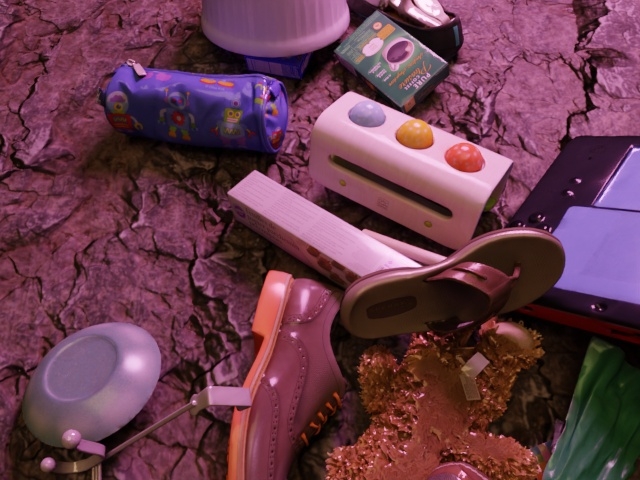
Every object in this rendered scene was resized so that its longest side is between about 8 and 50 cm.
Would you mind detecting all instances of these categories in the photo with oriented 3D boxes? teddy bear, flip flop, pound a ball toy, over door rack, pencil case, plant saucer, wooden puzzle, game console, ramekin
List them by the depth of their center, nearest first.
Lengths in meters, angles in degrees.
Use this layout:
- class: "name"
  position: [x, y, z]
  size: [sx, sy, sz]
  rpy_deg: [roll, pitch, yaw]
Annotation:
- class: "over door rack"
  position: [-0.206, 0.314, 0.640]
  size: [0.324, 0.108, 0.239]
  rpy_deg: [-28, 58, 27]
- class: "flip flop"
  position: [0.160, 0.064, 0.703]
  size: [0.277, 0.112, 0.080]
  rpy_deg: [-13, 23, -3]
- class: "wooden puzzle"
  position: [0.286, 0.278, 0.740]
  size: [0.083, 0.006, 0.049]
  rpy_deg: [-19, 62, -5]
- class: "teddy bear"
  position: [0.150, 0.211, 0.747]
  size: [0.245, 0.113, 0.338]
  rpy_deg: [14, 56, 6]
- class: "game console"
  position: [0.427, -0.019, 0.751]
  size: [0.386, 0.060, 0.342]
  rpy_deg: [13, 59, 50]
- class: "plant saucer"
  position: [-0.316, 0.180, 0.805]
  size: [0.195, 0.037, 0.195]
  rpy_deg: [-7, 46, 7]
- class: "pound a ball toy"
  position: [0.129, -0.085, 0.847]
  size: [0.319, 0.136, 0.208]
  rpy_deg: [28, 49, 20]
- class: "pencil case"
  position: [-0.207, -0.226, 0.991]
  size: [0.306, 0.133, 0.119]
  rpy_deg: [9, 40, 9]
- class: "ramekin"
  position: [-0.085, -0.457, 1.063]
  size: [0.277, 0.135, 0.277]
  rpy_deg: [-1, 47, 1]

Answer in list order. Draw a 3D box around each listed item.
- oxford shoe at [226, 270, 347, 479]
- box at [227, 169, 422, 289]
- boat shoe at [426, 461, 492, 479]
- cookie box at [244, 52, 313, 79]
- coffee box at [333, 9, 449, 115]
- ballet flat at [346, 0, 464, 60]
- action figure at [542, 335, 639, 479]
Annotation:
- class: "oxford shoe"
  position: [-0.035, 0.209, 0.744]
  size: [0.132, 0.130, 0.364]
  rpy_deg: [8, 64, 1]
- class: "box"
  position: [0.000, 0.000, 0.856]
  size: [0.324, 0.063, 0.067]
  rpy_deg: [30, 61, 29]
- class: "boat shoe"
  position: [0.222, 0.332, 0.610]
  size: [0.324, 0.123, 0.116]
  rpy_deg: [50, 46, -12]
- class: "cookie box"
  position: [-0.073, -0.349, 1.094]
  size: [0.107, 0.040, 0.092]
  rpy_deg: [14, 62, 12]
- class: "coffee box"
  position: [0.123, -0.312, 1.044]
  size: [0.113, 0.040, 0.184]
  rpy_deg: [-44, 65, -1]
- class: "ballet flat"
  position: [0.151, -0.437, 1.088]
  size: [0.280, 0.096, 0.095]
  rpy_deg: [38, 74, 23]
- class: "action figure"
  position: [0.326, 0.248, 0.713]
  size: [0.137, 0.063, 0.232]
  rpy_deg: [38, 66, 7]
